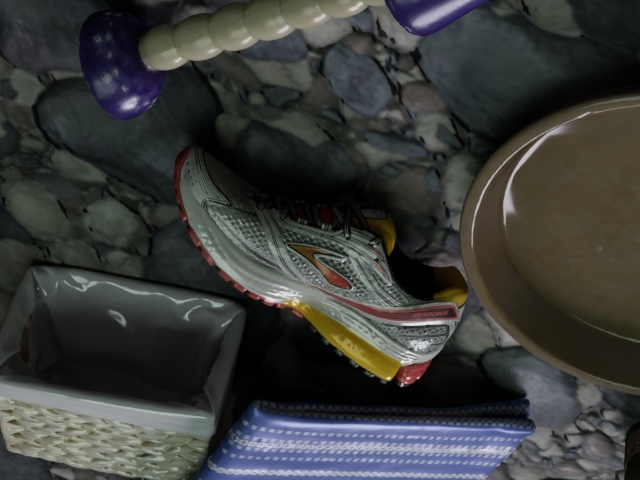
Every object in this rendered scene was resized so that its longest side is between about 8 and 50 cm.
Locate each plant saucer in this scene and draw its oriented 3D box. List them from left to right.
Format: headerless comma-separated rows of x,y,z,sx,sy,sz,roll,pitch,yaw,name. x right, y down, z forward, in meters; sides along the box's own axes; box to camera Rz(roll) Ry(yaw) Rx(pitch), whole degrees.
0.228,-0.001,1.250,0.277,0.041,0.278,8,137,7,plant saucer

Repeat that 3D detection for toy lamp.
-0.014,-0.137,1.148,0.274,0.080,0.080,-16,129,27,toy lamp

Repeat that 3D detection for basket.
-0.144,0.101,1.405,0.167,0.113,0.103,10,139,5,basket

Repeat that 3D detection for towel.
-0.018,0.208,1.465,0.243,0.040,0.336,4,143,-31,towel

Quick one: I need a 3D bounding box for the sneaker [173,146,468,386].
0.000,0.000,1.296,0.225,0.088,0.093,32,114,-18,sneaker

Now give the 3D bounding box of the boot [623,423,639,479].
0.318,0.209,1.391,0.219,0.106,0.082,14,137,1,boot
